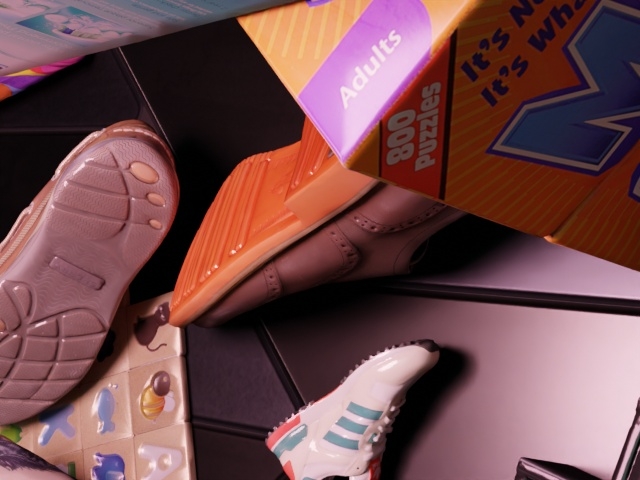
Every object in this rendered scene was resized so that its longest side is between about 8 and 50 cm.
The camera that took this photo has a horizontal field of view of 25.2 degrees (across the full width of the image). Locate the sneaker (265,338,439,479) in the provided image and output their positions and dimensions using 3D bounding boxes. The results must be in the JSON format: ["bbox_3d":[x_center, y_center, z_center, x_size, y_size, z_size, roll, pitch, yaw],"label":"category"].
[{"bbox_3d":[0.036,0.134,1.034,0.161,0.057,0.075,-38,73,26],"label":"sneaker"}]

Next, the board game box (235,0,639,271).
[{"bbox_3d":[0.149,-0.242,0.820,0.356,0.356,0.356,-50,52,21],"label":"board game box"}]

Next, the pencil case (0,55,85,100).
[{"bbox_3d":[-0.330,-0.186,1.401,0.236,0.104,0.104,-15,69,37],"label":"pencil case"}]

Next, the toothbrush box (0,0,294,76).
[{"bbox_3d":[-0.122,-0.219,0.728,0.296,0.126,0.216,-5,76,43],"label":"toothbrush box"}]

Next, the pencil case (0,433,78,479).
[{"bbox_3d":[-0.182,0.290,1.081,0.410,0.160,0.183,23,79,37],"label":"pencil case"}]

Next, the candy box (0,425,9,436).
[{"bbox_3d":[-0.361,0.188,1.376,0.206,0.027,0.105,12,83,42],"label":"candy box"}]

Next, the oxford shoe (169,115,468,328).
[{"bbox_3d":[0.000,0.000,1.046,0.364,0.133,0.130,-34,33,53],"label":"oxford shoe"}]

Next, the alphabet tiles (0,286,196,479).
[{"bbox_3d":[-0.251,0.169,1.271,0.343,0.011,0.285,-19,66,30],"label":"alphabet tiles"}]

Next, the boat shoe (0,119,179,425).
[{"bbox_3d":[-0.224,0.030,1.228,0.324,0.123,0.116,-48,21,21],"label":"boat shoe"}]

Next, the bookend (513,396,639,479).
[{"bbox_3d":[0.186,0.157,0.875,0.156,0.072,0.157,22,93,43],"label":"bookend"}]
